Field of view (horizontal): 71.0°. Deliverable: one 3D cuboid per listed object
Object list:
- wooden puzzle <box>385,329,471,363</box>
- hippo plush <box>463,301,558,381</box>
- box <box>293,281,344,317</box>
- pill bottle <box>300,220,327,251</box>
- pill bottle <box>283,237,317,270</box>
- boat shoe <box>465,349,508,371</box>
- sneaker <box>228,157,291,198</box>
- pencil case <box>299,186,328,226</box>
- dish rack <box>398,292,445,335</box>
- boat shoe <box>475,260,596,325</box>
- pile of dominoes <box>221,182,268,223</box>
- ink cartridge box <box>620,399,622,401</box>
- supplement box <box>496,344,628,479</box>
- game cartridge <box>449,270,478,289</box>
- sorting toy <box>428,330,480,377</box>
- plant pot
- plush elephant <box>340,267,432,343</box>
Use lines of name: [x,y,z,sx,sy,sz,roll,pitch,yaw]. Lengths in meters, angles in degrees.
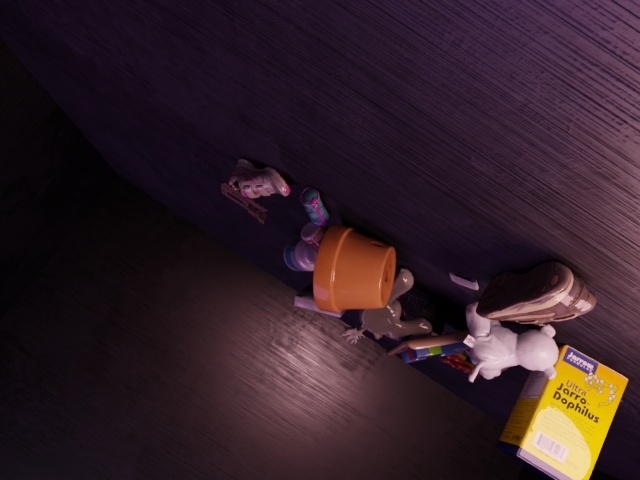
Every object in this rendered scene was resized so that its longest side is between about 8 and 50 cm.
wooden puzzle: [0.439,0.403,1.697,0.321,0.081,0.348,-8,164,-9]
hippo plush: [0.569,0.292,1.335,0.236,0.235,0.294,-10,161,25]
box: [0.032,0.277,2.191,0.232,0.059,0.322,12,-169,15]
pill bottle: [0.000,0.000,1.703,0.086,0.086,0.152,16,157,49]
pill bottle: [-0.055,0.056,1.885,0.146,0.146,0.264,37,165,-15]
boat shoe: [0.638,0.437,1.743,0.089,0.105,0.285,32,167,-7]
sneaker: [-0.204,-0.183,1.487,0.252,0.111,0.103,22,162,36]
pencil case: [-0.018,-0.105,1.442,0.070,0.064,0.152,54,177,28]
dish rack: [0.374,0.275,1.838,0.271,0.074,0.208,21,161,39]
boat shoe: [0.495,0.153,1.068,0.130,0.132,0.355,33,167,0]
pile of dominoes: [-0.348,-0.163,2.003,0.251,0.040,0.196,33,166,0]
ink cartridge box: [0.917,0.537,1.603,0.208,0.045,0.206,27,164,17]
supplement box: [0.720,0.527,1.353,0.195,0.357,0.194,29,166,13]
game cartridge: [0.427,0.119,1.332,0.083,0.017,0.056,22,159,36]
sorting toy: [0.624,0.531,2.111,0.257,0.089,0.255,40,164,-28]
plant pot: [0.122,0.103,1.456,0.203,0.291,0.291,9,157,22]
plush elephant: [0.231,0.246,1.700,0.272,0.329,0.255,59,-167,-14]
